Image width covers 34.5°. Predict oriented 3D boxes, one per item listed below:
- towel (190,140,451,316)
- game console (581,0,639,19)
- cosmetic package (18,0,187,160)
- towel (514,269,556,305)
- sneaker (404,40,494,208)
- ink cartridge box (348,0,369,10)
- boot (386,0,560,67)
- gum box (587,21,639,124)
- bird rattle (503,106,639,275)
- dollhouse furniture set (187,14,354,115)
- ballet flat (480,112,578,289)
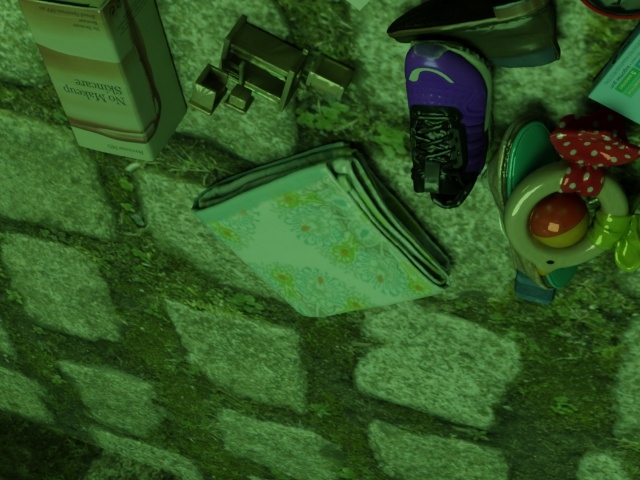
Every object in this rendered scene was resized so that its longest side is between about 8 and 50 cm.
[{"bbox_3d":[0.000,0.000,1.744,0.374,0.090,0.320,-14,128,44],"label":"towel"},{"bbox_3d":[0.367,-0.402,0.951,0.386,0.060,0.342,-18,121,30],"label":"game console"},{"bbox_3d":[-0.323,-0.277,1.566,0.153,0.129,0.296,11,143,20],"label":"cosmetic package"},{"bbox_3d":[0.343,0.054,1.635,0.067,0.029,0.119,15,144,17],"label":"towel"},{"bbox_3d":[0.164,-0.135,1.354,0.102,0.146,0.293,12,158,23],"label":"sneaker"},{"bbox_3d":[0.045,-0.358,1.245,0.143,0.092,0.090,37,145,-13],"label":"ink cartridge box"},{"bbox_3d":[0.193,-0.252,1.293,0.219,0.082,0.106,-5,132,35],"label":"boot"},{"bbox_3d":[0.444,-0.188,1.242,0.184,0.041,0.157,28,145,-2],"label":"gum box"},{"bbox_3d":[0.342,-0.044,1.360,0.207,0.143,0.253,-29,132,15],"label":"bird rattle"},{"bbox_3d":[-0.074,-0.200,1.469,0.182,0.161,0.101,27,146,2],"label":"dollhouse furniture set"},{"bbox_3d":[0.284,-0.057,1.470,0.106,0.107,0.316,36,154,48],"label":"ballet flat"}]
